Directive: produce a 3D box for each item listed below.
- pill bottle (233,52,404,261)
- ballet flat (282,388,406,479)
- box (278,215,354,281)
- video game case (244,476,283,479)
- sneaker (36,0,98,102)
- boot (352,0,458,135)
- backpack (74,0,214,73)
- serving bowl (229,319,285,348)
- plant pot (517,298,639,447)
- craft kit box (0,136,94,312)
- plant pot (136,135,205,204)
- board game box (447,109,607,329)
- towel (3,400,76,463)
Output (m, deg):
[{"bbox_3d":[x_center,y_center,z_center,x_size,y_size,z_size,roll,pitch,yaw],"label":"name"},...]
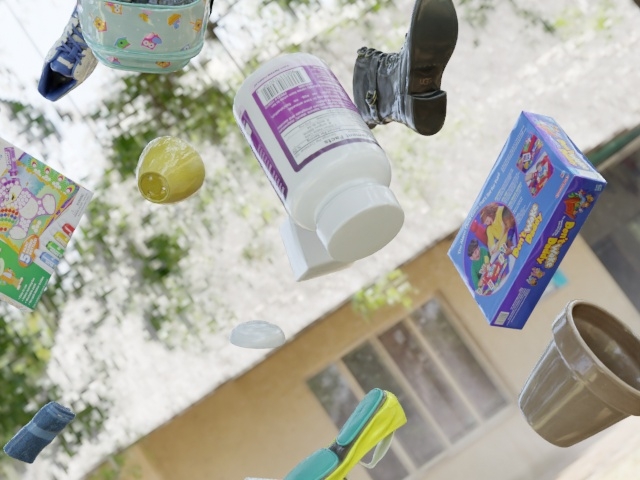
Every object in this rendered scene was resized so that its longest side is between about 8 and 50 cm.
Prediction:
[{"bbox_3d":[0.002,-0.120,1.837,0.169,0.301,0.169,-21,-32,-14],"label":"pill bottle"},{"bbox_3d":[0.037,0.317,1.802,0.231,0.077,0.077,-45,22,-8],"label":"ballet flat"},{"bbox_3d":[0.000,0.000,2.026,0.101,0.102,0.087,-15,-12,-19],"label":"box"},{"bbox_3d":[-0.056,0.522,2.278,0.227,0.026,0.206,8,-58,-20],"label":"video game case"},{"bbox_3d":[-0.461,-0.376,2.419,0.296,0.112,0.131,-51,10,46],"label":"sneaker"},{"bbox_3d":[0.124,-0.299,2.087,0.091,0.263,0.229,-1,15,-29],"label":"boot"},{"bbox_3d":[-0.213,-0.282,1.504,0.165,0.188,0.144,5,-60,-10],"label":"backpack"},{"bbox_3d":[-0.092,0.134,1.819,0.083,0.027,0.083,2,11,0],"label":"serving bowl"},{"bbox_3d":[0.515,0.283,2.472,0.229,0.263,0.263,-49,-16,27],"label":"plant pot"},{"bbox_3d":[-0.563,-0.038,2.202,0.061,0.246,0.250,-14,49,60],"label":"craft kit box"},{"bbox_3d":[-0.301,-0.121,2.397,0.134,0.134,0.095,-42,8,31],"label":"plant pot"},{"bbox_3d":[0.384,-0.038,2.376,0.078,0.233,0.347,9,-58,-26],"label":"board game box"},{"bbox_3d":[-0.470,0.322,2.086,0.119,0.029,0.067,-44,-34,4],"label":"towel"}]
